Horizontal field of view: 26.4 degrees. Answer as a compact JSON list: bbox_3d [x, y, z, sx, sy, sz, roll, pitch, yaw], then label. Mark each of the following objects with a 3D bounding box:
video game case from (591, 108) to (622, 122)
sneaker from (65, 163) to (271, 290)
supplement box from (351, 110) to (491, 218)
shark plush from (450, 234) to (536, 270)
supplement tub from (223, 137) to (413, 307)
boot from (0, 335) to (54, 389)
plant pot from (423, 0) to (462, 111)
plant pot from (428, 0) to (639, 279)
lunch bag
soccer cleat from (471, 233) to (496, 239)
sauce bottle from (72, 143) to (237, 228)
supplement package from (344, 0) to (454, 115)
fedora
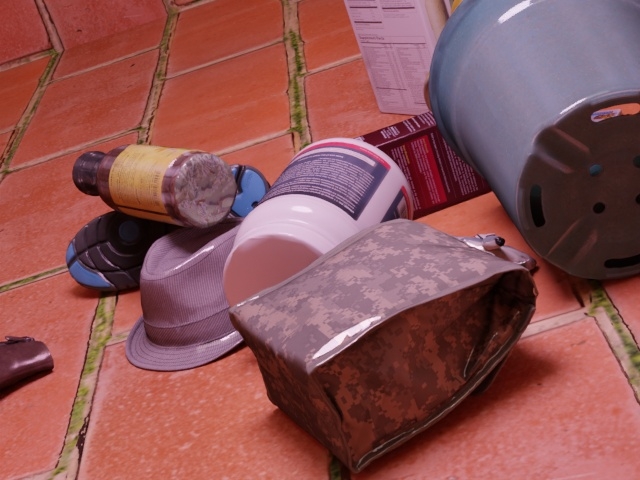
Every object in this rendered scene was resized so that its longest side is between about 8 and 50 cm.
[{"bbox_3d":[0.397,-0.166,2.067,0.087,0.011,0.122,-3,28,35],"label":"video game case"},{"bbox_3d":[-0.228,-0.010,2.125,0.341,0.125,0.139,-21,-5,4],"label":"sneaker"},{"bbox_3d":[0.153,-0.113,1.988,0.239,0.130,0.073,-19,22,-2],"label":"supplement box"},{"bbox_3d":[0.192,0.020,1.744,0.161,0.073,0.067,5,16,37],"label":"shark plush"},{"bbox_3d":[0.000,0.000,1.775,0.191,0.191,0.272,-8,25,25],"label":"supplement tub"},{"bbox_3d":[-0.515,0.186,1.946,0.207,0.090,0.248,-19,18,-32],"label":"boot"},{"bbox_3d":[0.289,-0.283,2.148,0.254,0.254,0.239,7,50,47],"label":"plant pot"},{"bbox_3d":[0.328,-0.140,1.700,0.341,0.341,0.334,-17,31,5],"label":"plant pot"},{"bbox_3d":[0.080,0.096,1.527,0.287,0.169,0.235,-31,25,-16],"label":"lunch bag"},{"bbox_3d":[0.210,0.012,1.791,0.035,0.029,0.083,-15,17,25],"label":"soccer cleat"},{"bbox_3d":[-0.256,-0.087,1.984,0.111,0.111,0.344,-33,26,-30],"label":"sauce bottle"},{"bbox_3d":[0.196,-0.377,2.379,0.199,0.263,0.198,-34,26,-29],"label":"supplement package"},{"bbox_3d":[-0.162,0.052,1.874,0.243,0.124,0.275,5,33,46],"label":"fedora"}]
